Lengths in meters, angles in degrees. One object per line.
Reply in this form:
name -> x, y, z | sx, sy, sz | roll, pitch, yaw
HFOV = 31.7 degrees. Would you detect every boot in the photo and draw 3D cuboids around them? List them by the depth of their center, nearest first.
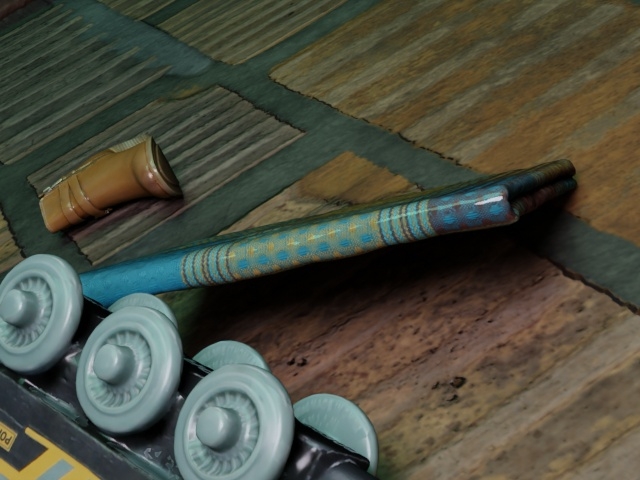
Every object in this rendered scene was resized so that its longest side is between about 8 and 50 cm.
boot -> -0.241, -0.054, 1.263 | 0.152, 0.073, 0.197 | -29, 16, -8

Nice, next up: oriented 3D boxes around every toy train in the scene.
toy train -> -0.113, 0.139, 0.691 | 0.334, 0.142, 0.190 | 24, 87, 35

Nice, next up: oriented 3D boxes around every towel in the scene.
towel -> 0.000, 0.000, 0.886 | 0.370, 0.040, 0.271 | -12, 4, 23
